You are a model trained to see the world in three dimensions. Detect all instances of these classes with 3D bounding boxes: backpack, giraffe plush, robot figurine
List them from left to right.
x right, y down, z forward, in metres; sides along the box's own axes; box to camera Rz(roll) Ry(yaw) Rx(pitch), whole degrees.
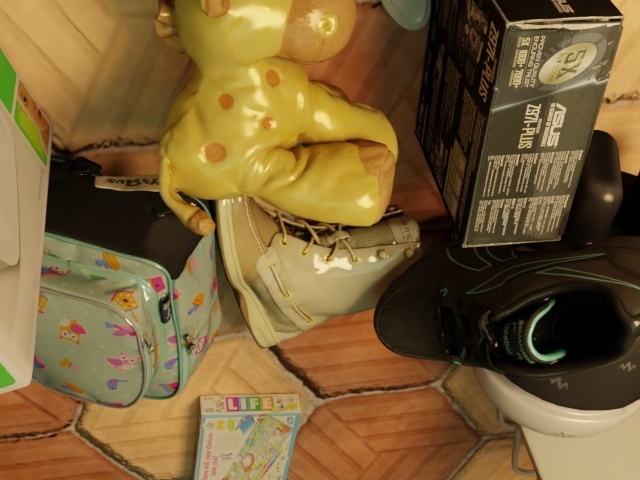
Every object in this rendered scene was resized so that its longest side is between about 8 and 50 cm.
[{"bbox_3d":[-0.166,0.049,0.713,0.166,0.144,0.188,12,144,13],"label":"backpack"},{"bbox_3d":[-0.041,-0.117,0.592,0.210,0.181,0.170,-8,123,-28],"label":"giraffe plush"},{"bbox_3d":[0.230,0.044,0.786,0.174,0.209,0.278,-23,138,-34],"label":"robot figurine"}]

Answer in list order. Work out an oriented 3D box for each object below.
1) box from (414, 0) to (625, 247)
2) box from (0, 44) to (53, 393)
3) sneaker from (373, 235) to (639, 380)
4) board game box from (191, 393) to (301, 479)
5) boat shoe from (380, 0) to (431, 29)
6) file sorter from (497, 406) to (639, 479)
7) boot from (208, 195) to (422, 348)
[{"bbox_3d":[0.130,-0.111,0.639,0.078,0.147,0.180,-4,131,-8],"label":"box"},{"bbox_3d":[-0.270,-0.062,0.519,0.127,0.262,0.231,-18,131,3],"label":"box"},{"bbox_3d":[0.136,0.050,0.663,0.267,0.106,0.101,-13,98,41],"label":"sneaker"},{"bbox_3d":[-0.083,0.225,0.973,0.104,0.026,0.154,1,131,-13],"label":"board game box"},{"bbox_3d":[0.056,-0.186,0.632,0.035,0.035,0.100,-20,132,5],"label":"boat shoe"},{"bbox_3d":[0.302,0.236,0.903,0.193,0.277,0.173,-12,137,-2],"label":"file sorter"},{"bbox_3d":[0.000,0.000,0.758,0.165,0.077,0.213,-14,138,1],"label":"boot"}]
